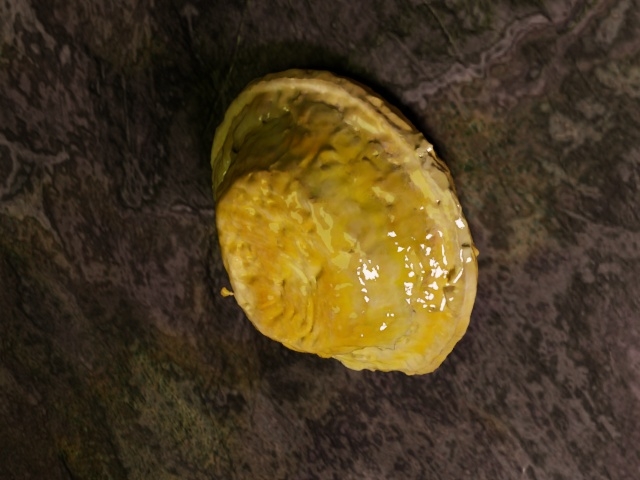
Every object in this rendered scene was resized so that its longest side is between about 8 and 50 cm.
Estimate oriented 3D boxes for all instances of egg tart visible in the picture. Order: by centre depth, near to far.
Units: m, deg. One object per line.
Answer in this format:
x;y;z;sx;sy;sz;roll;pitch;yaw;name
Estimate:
0.000;0.000;1.661;0.319;0.128;0.319;21;127;31;egg tart
